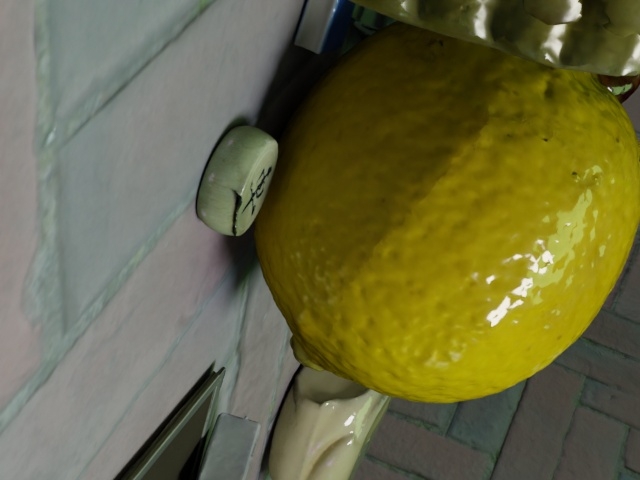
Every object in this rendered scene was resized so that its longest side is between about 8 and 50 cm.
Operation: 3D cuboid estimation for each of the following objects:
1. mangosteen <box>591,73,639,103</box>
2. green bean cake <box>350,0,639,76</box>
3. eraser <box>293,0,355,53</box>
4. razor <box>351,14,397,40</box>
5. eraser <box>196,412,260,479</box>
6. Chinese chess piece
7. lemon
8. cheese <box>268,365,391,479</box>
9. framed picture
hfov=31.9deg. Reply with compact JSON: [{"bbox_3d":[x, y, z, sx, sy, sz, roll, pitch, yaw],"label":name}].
[{"bbox_3d":[0.228,-0.221,1.170,0.275,0.302,0.275,-24,123,-43],"label":"mangosteen"},{"bbox_3d":[0.152,-0.271,0.753,0.310,0.285,0.202,-56,160,-50],"label":"green bean cake"},{"bbox_3d":[0.011,-0.194,0.895,0.063,0.027,0.084,-39,150,-66],"label":"eraser"},{"bbox_3d":[0.095,-0.285,1.054,0.106,0.068,0.232,23,85,-80],"label":"razor"},{"bbox_3d":[-0.109,0.273,1.144,0.212,0.046,0.092,108,-1,-46],"label":"eraser"},{"bbox_3d":[-0.060,-0.044,0.838,0.084,0.034,0.084,22,90,-80],"label":"Chinese chess piece"},{"bbox_3d":[0.107,-0.027,0.950,0.336,0.336,0.336,23,90,-79],"label":"lemon"},{"bbox_3d":[0.023,0.248,1.590,0.266,0.127,0.233,-52,161,-51],"label":"cheese"},{"bbox_3d":[-0.161,0.248,0.997,0.252,0.014,0.197,-50,159,-58],"label":"framed picture"}]
